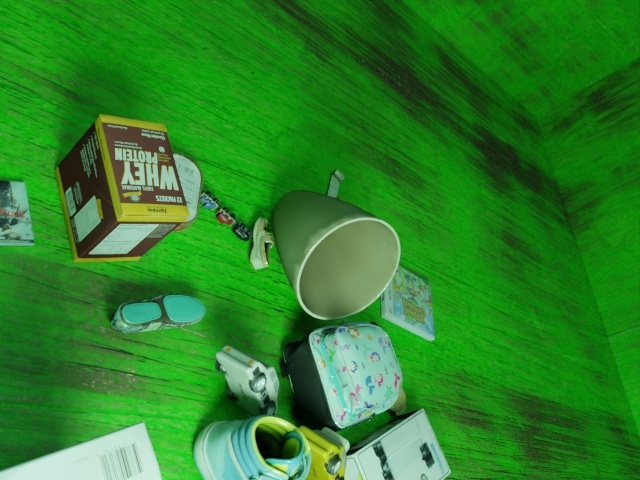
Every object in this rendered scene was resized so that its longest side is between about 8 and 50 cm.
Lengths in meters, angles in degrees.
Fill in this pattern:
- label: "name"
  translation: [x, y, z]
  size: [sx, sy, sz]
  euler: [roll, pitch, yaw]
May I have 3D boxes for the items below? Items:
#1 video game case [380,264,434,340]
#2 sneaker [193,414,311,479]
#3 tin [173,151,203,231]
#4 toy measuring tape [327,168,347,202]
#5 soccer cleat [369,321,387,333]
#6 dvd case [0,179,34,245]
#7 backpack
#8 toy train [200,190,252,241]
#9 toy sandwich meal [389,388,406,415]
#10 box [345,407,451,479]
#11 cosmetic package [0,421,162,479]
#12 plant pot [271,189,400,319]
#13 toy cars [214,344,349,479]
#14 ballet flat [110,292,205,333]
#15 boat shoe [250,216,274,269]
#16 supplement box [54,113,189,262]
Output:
- label: "video game case"
  translation: [0.252, 0.170, 1.678]
  size: [0.212, 0.023, 0.193]
  euler: [29, 47, -33]
- label: "sneaker"
  translation: [-0.070, 0.441, 0.997]
  size: [0.319, 0.208, 0.127]
  euler: [56, 37, -5]
- label: "tin"
  translation: [-0.308, -0.107, 1.241]
  size: [0.106, 0.040, 0.190]
  euler: [23, 50, -31]
- label: "toy measuring tape"
  translation: [0.051, -0.098, 1.565]
  size: [0.121, 0.121, 0.330]
  euler: [39, 42, -23]
- label: "soccer cleat"
  translation: [0.143, 0.287, 1.456]
  size: [0.072, 0.060, 0.179]
  euler: [-9, 58, -16]
- label: "dvd case"
  translation: [-0.533, -0.047, 0.970]
  size: [0.087, 0.013, 0.120]
  euler: [3, 65, -47]
- label: "backpack"
  translation: [0.067, 0.290, 1.277]
  size: [0.253, 0.191, 0.225]
  euler: [4, 62, -52]
- label: "toy train"
  translation: [-0.218, -0.054, 1.312]
  size: [0.158, 0.027, 0.036]
  euler: [45, 51, -18]
- label: "toy sandwich meal"
  translation: [0.181, 0.394, 1.450]
  size: [0.085, 0.029, 0.086]
  euler: [19, 50, -25]
- label: "box"
  translation: [0.161, 0.511, 1.301]
  size: [0.290, 0.087, 0.169]
  euler: [-8, 72, -50]
- label: "cosmetic package"
  translation: [-0.411, 0.328, 0.636]
  size: [0.377, 0.284, 0.098]
  euler: [-6, 72, -49]
- label: "plant pot"
  translation: [0.000, 0.000, 1.328]
  size: [0.256, 0.257, 0.274]
  euler: [19, 18, -39]
- label: "toy cars"
  translation: [-0.056, 0.333, 1.099]
  size: [0.394, 0.176, 0.087]
  euler: [50, 56, -11]
- label: "ballet flat"
  translation: [-0.301, 0.136, 1.064]
  size: [0.188, 0.070, 0.070]
  euler: [6, 61, -50]
- label: "boat shoe"
  translation: [-0.130, 0.006, 1.338]
  size: [0.050, 0.045, 0.135]
  euler: [65, 25, -59]
- label: "supplement box"
  translation: [-0.360, -0.087, 1.039]
  size: [0.129, 0.194, 0.191]
  euler: [-1, 66, -48]
